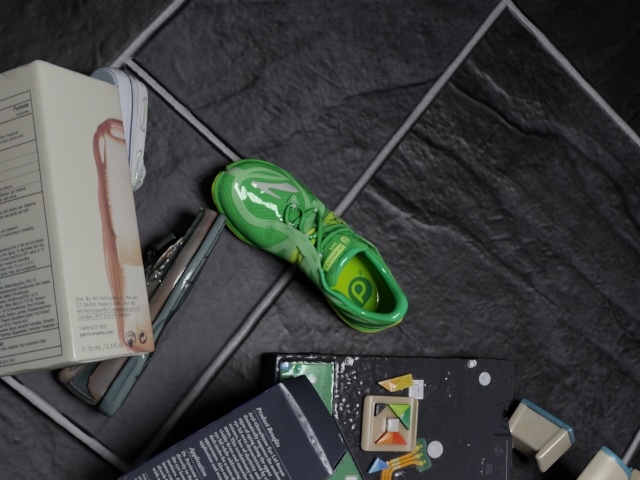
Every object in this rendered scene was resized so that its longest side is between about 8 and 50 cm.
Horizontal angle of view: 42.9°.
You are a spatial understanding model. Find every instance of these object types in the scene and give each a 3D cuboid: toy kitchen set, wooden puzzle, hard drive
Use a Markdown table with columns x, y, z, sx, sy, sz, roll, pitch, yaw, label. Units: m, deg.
| x | y | z | sx | sy | sz | roll | pitch | yaw | label |
| --- | --- | --- | --- | --- | --- | --- | --- | --- | --- |
| 0.366 | 0.317 | 1.151 | 0.122 | 0.166 | 0.207 | -44 | 138 | -18 | toy kitchen set |
| 0.087 | 0.226 | 1.008 | 0.079 | 0.014 | 0.116 | -1 | 86 | -21 | wooden puzzle |
| 0.088 | 0.265 | 1.046 | 0.339 | 0.064 | 0.237 | 4 | 84 | -21 | hard drive |

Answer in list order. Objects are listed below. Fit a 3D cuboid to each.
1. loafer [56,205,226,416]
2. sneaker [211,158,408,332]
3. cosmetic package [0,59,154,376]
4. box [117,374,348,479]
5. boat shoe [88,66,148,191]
| x | y | z | sx | sy | sz | roll | pitch | yaw | label |
| --- | --- | --- | --- | --- | --- | --- | --- | --- | --- |
| -0.204 | 0.068 | 0.938 | 0.084 | 0.096 | 0.267 | 30 | 79 | -4 | loafer |
| 0.000 | 0.000 | 1.003 | 0.295 | 0.123 | 0.109 | 40 | 73 | -13 | sneaker |
| -0.285 | -0.015 | 0.848 | 0.129 | 0.153 | 0.296 | 5 | 75 | -64 | cosmetic package |
| -0.087 | 0.244 | 0.887 | 0.207 | 0.153 | 0.108 | -31 | 81 | 3 | box |
| -0.235 | -0.082 | 0.943 | 0.076 | 0.083 | 0.226 | 4 | 98 | -59 | boat shoe |
